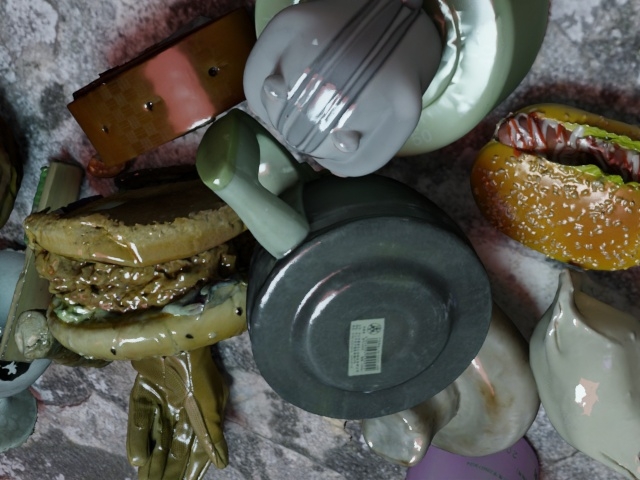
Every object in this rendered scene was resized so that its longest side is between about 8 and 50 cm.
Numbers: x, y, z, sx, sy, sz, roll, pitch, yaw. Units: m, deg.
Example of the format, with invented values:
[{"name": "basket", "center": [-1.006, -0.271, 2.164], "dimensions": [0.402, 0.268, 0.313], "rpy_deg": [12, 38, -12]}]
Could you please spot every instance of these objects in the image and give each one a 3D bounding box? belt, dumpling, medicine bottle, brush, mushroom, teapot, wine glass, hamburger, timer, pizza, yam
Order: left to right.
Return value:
[{"name": "wine glass", "center": [-0.509, 0.178, 1.332], "dimensions": [0.190, 0.190, 0.357], "rpy_deg": [31, 133, 2]}, {"name": "brush", "center": [-0.390, 0.027, 1.170], "dimensions": [0.048, 0.054, 0.282], "rpy_deg": [11, 87, 44]}, {"name": "yam", "center": [-0.350, 0.141, 1.197], "dimensions": [0.067, 0.317, 0.071], "rpy_deg": [-21, 79, -2]}, {"name": "pizza", "center": [-0.288, -0.103, 1.157], "dimensions": [0.083, 0.016, 0.037], "rpy_deg": [-9, 118, 32]}, {"name": "hamburger", "center": [-0.209, 0.022, 1.051], "dimensions": [0.318, 0.277, 0.195], "rpy_deg": [2, 112, 27]}, {"name": "belt", "center": [-0.166, -0.174, 0.952], "dimensions": [0.261, 0.184, 0.105], "rpy_deg": [-14, 113, 46]}, {"name": "teapot", "center": [-0.005, 0.020, 0.882], "dimensions": [0.321, 0.239, 0.239], "rpy_deg": [15, 116, -21]}, {"name": "timer", "center": [0.042, -0.174, 0.781], "dimensions": [0.290, 0.315, 0.291], "rpy_deg": [12, 126, 17]}, {"name": "mushroom", "center": [0.129, 0.172, 1.013], "dimensions": [0.243, 0.243, 0.243], "rpy_deg": [11, 125, 17]}, {"name": "medicine bottle", "center": [0.177, 0.383, 1.097], "dimensions": [0.178, 0.291, 0.178], "rpy_deg": [11, 125, 16]}, {"name": "hamburger", "center": [0.262, -0.055, 0.887], "dimensions": [0.210, 0.116, 0.173], "rpy_deg": [21, 129, 10]}, {"name": "dumpling", "center": [0.300, 0.143, 0.922], "dimensions": [0.132, 0.162, 0.250], "rpy_deg": [-19, 98, 20]}]

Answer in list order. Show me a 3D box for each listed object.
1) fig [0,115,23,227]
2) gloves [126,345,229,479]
[{"name": "fig", "center": [-0.506, -0.014, 1.114], "dimensions": [0.286, 0.286, 0.369], "rpy_deg": [-29, 86, 35]}, {"name": "gloves", "center": [-0.213, 0.229, 1.264], "dimensions": [0.154, 0.141, 0.331], "rpy_deg": [-3, 112, -5]}]
